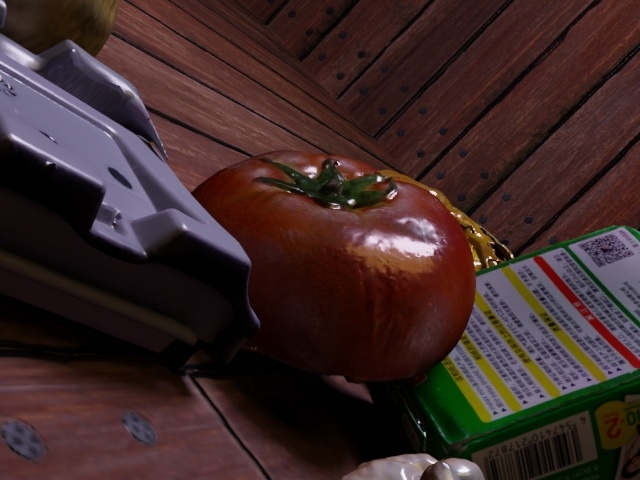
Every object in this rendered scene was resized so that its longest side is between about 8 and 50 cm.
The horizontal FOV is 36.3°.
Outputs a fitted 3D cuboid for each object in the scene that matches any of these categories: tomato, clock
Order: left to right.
[{"bbox_3d":[-0.144,-0.041,0.494,0.253,0.083,0.186,32,17,-51],"label":"clock"},{"bbox_3d":[0.002,-0.001,0.653,0.225,0.085,0.225,12,28,-6],"label":"tomato"}]

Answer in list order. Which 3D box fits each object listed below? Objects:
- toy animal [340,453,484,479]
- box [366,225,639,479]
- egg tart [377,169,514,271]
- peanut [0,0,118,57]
[{"bbox_3d":[0.079,0.189,0.514,0.185,0.104,0.184,28,-19,3],"label":"toy animal"},{"bbox_3d":[0.169,0.097,0.700,0.180,0.250,0.103,-120,-164,-54],"label":"box"},{"bbox_3d":[0.094,0.061,0.925,0.297,0.132,0.297,30,26,-16],"label":"egg tart"},{"bbox_3d":[-0.191,-0.165,0.597,0.129,0.129,0.224,47,-7,10],"label":"peanut"}]
